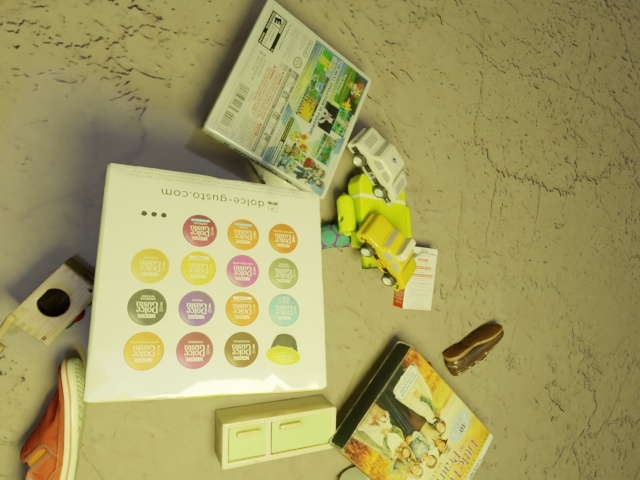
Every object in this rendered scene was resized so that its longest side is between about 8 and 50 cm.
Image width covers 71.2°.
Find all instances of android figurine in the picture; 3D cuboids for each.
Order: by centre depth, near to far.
[{"bbox_3d":[0.142,-0.063,1.115,0.248,0.056,0.272,3,78,-40],"label":"android figurine"}]

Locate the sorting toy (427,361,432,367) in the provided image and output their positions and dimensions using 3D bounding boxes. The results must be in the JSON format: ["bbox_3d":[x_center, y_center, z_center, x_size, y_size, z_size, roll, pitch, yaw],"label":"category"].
[{"bbox_3d":[0.283,0.462,1.237,0.132,0.046,0.274,-28,104,-20],"label":"sorting toy"}]

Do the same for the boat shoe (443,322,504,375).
[{"bbox_3d":[0.447,0.314,1.293,0.207,0.073,0.073,-27,104,-13],"label":"boat shoe"}]

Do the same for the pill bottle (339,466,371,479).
[{"bbox_3d":[0.113,0.685,1.138,0.108,0.108,0.193,-22,101,-22],"label":"pill bottle"}]

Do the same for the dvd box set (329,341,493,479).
[{"bbox_3d":[0.252,0.511,1.149,0.420,0.062,0.307,49,69,-21],"label":"dvd box set"}]

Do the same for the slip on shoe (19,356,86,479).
[{"bbox_3d":[-0.510,0.386,0.849,0.101,0.123,0.331,10,93,-20],"label":"slip on shoe"}]

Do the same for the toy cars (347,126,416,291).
[{"bbox_3d":[0.163,-0.078,1.042,0.177,0.087,0.393,0,81,-41],"label":"toy cars"}]

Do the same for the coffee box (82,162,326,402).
[{"bbox_3d":[-0.211,0.104,0.801,0.338,0.338,0.334,5,72,-23],"label":"coffee box"}]

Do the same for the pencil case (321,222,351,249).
[{"bbox_3d":[0.000,0.000,1.083,0.152,0.064,0.070,-15,97,-23],"label":"pencil case"}]

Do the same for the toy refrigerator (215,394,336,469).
[{"bbox_3d":[-0.101,0.441,1.041,0.270,0.094,0.102,1,92,-23],"label":"toy refrigerator"}]

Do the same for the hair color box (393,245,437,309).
[{"bbox_3d":[0.256,0.100,1.207,0.093,0.053,0.167,7,91,-23],"label":"hair color box"}]

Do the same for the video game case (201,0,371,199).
[{"bbox_3d":[-0.057,-0.300,0.977,0.300,0.036,0.328,29,75,-27],"label":"video game case"}]

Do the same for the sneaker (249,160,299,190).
[{"bbox_3d":[-0.100,-0.116,1.032,0.212,0.080,0.094,43,87,-21],"label":"sneaker"}]

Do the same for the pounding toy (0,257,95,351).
[{"bbox_3d":[-0.497,0.143,0.804,0.094,0.181,0.206,45,75,-19],"label":"pounding toy"}]
